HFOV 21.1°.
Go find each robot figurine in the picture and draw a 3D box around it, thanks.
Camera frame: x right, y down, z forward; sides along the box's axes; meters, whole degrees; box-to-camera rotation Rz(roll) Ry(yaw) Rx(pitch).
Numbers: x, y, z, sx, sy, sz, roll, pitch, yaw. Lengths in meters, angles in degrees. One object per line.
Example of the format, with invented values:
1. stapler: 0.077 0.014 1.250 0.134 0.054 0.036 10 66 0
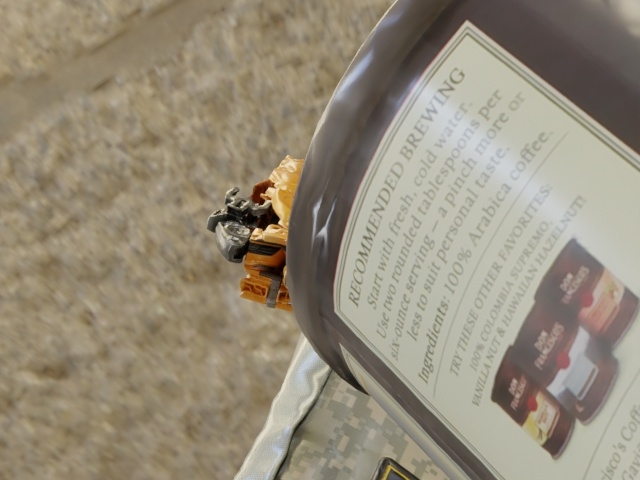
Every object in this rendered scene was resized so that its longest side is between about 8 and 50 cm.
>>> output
1. robot figurine: 0.000 0.000 1.740 0.211 0.291 0.085 16 113 5

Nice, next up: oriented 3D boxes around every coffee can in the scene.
1. coffee can: 0.150 0.044 0.464 0.201 0.201 0.275 -42 54 -5

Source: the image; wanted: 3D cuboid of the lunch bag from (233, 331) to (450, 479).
1. lunch bag: 0.035 0.197 0.946 0.169 0.287 0.235 2 47 32
